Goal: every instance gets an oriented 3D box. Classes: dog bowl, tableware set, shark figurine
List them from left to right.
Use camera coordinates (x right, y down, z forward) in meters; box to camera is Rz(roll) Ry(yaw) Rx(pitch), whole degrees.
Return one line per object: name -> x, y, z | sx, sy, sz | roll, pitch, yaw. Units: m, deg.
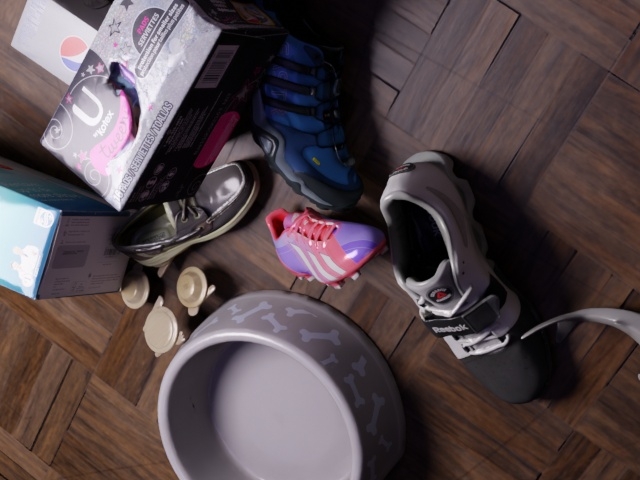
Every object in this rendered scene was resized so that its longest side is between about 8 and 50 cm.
tableware set -> -0.215, 0.063, 1.761 | 0.141, 0.020, 0.168 | -51, 59, 23
dog bowl -> -0.064, 0.244, 1.731 | 0.349, 0.102, 0.348 | 9, 112, 23
shark figurine -> 0.382, 0.144, 1.465 | 0.278, 0.116, 0.166 | 40, 119, 7

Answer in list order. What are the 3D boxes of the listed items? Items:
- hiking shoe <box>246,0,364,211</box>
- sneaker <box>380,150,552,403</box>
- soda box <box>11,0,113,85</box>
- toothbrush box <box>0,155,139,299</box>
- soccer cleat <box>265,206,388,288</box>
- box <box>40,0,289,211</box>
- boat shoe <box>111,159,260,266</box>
hiking shoe -> -0.020, -0.178, 1.552 | 0.132, 0.113, 0.304 | -27, 94, 32
sneaker -> 0.157, 0.065, 1.533 | 0.122, 0.146, 0.330 | -27, 96, 30
soda box -> -0.249, -0.222, 1.662 | 0.286, 0.098, 0.091 | 35, 119, 13
toothbrush box -> -0.425, -0.031, 1.738 | 0.296, 0.216, 0.126 | 20, 98, 20
soccer cleat -> 0.000, 0.000, 1.561 | 0.095, 0.083, 0.248 | 52, 164, -11
box -> -0.182, -0.178, 1.492 | 0.142, 0.163, 0.247 | 39, 112, 17
boat shoe -> -0.178, -0.035, 1.690 | 0.224, 0.073, 0.080 | -31, 69, 26
